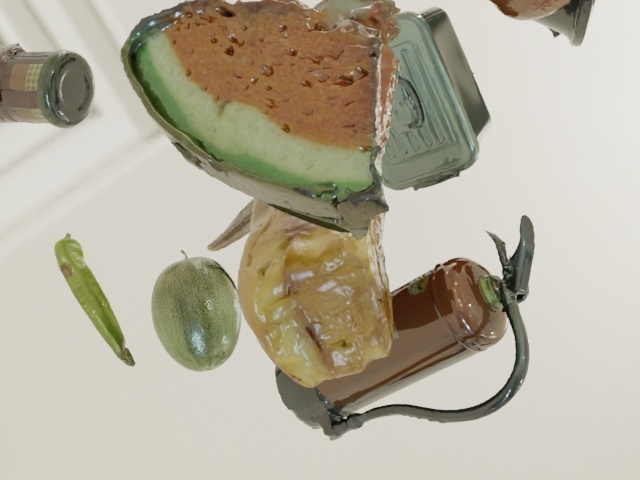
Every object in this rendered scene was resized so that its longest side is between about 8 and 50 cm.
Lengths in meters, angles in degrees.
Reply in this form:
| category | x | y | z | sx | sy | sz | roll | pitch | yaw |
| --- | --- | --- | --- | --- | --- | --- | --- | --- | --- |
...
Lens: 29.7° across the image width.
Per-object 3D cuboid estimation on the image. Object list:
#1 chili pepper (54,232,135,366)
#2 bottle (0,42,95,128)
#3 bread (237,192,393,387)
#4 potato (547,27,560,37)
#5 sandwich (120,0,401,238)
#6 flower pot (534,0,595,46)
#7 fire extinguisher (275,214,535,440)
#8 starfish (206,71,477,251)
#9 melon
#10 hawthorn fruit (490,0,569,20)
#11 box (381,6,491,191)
| category | x | y | z | sx | sy | sz | roll | pitch | yaw |
| --- | --- | --- | --- | --- | --- | --- | --- | --- | --- |
| chili pepper | -0.304 | 0.076 | 1.599 | 0.208 | 0.043 | 0.049 | 61 | -28 | 15 |
| bottle | -0.527 | -0.271 | 2.090 | 0.271 | 0.143 | 0.156 | 7 | -6 | 28 |
| bread | -0.005 | 0.004 | 1.365 | 0.344 | 0.148 | 0.195 | -88 | 163 | -58 |
| potato | 0.411 | -0.502 | 2.302 | 0.261 | 0.120 | 0.100 | 50 | 18 | 19 |
| sandwich | -0.036 | -0.127 | 1.057 | 0.292 | 0.212 | 0.109 | 14 | -17 | 21 |
| flower pot | 0.308 | -0.412 | 1.691 | 0.269 | 0.166 | 0.269 | 6 | 90 | -83 |
| fire extinguisher | 0.124 | 0.136 | 1.435 | 0.113 | 0.376 | 0.200 | -2 | 65 | -54 |
| starfish | 0.006 | -0.133 | 1.951 | 0.398 | 0.384 | 0.132 | 16 | -23 | 21 |
| melon | -0.190 | 0.104 | 1.848 | 0.139 | 0.139 | 0.192 | 99 | -21 | -77 |
| hawthorn fruit | 0.266 | -0.379 | 1.449 | 0.199 | 0.199 | 0.251 | 55 | -33 | -3 |
| box | 0.134 | -0.205 | 1.681 | 0.135 | 0.163 | 0.243 | -40 | 108 | -56 |
